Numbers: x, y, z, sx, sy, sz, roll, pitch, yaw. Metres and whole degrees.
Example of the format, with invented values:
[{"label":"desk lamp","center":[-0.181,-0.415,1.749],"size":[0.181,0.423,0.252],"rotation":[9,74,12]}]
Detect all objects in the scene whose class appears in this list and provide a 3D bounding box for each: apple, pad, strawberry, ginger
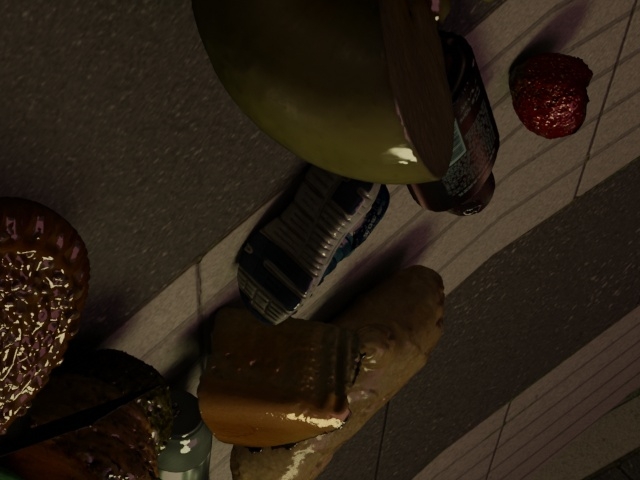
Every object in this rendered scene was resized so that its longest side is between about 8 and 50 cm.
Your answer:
[{"label":"apple","center":[0.033,-0.202,1.298],"size":[0.295,0.233,0.258],"rotation":[-68,168,10]},{"label":"pad","center":[-0.292,0.181,1.465],"size":[0.299,0.005,0.202],"rotation":[-20,-179,11]},{"label":"strawberry","center":[0.255,-0.164,1.990],"size":[0.106,0.106,0.106],"rotation":[-38,158,-18]},{"label":"ginger","center":[0.023,0.173,2.133],"size":[0.354,0.126,0.190],"rotation":[-50,180,6]}]

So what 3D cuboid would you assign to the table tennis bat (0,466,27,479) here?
[{"label":"table tennis bat","center":[-0.326,0.230,1.625],"size":[0.160,0.039,0.257],"rotation":[4,124,-8]}]

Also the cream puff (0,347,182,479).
[{"label":"cream puff","center":[-0.208,0.186,1.690],"size":[0.169,0.183,0.183],"rotation":[-53,171,-44]}]

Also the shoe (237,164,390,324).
[{"label":"shoe","center":[0.000,0.000,1.810],"size":[0.207,0.091,0.106],"rotation":[-51,153,8]}]

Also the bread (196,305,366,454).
[{"label":"bread","center":[-0.046,0.157,1.929],"size":[0.160,0.169,0.140],"rotation":[106,-6,-68]}]

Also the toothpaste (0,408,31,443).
[{"label":"toothpaste","center":[-0.363,0.153,1.365],"size":[0.282,0.068,0.099],"rotation":[-10,120,-15]}]

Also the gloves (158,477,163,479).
[{"label":"gloves","center":[-0.225,0.333,1.780],"size":[0.203,0.155,0.356],"rotation":[-21,-167,15]}]

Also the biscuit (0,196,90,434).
[{"label":"biscuit","center":[-0.271,0.095,1.175],"size":[0.305,0.038,0.305],"rotation":[-37,156,-20]}]

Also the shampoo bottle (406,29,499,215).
[{"label":"shampoo bottle","center":[0.131,-0.108,1.870],"size":[0.129,0.084,0.323],"rotation":[-54,161,-5]}]

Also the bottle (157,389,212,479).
[{"label":"bottle","center":[-0.168,0.253,1.992],"size":[0.096,0.079,0.254],"rotation":[-46,163,-28]}]
